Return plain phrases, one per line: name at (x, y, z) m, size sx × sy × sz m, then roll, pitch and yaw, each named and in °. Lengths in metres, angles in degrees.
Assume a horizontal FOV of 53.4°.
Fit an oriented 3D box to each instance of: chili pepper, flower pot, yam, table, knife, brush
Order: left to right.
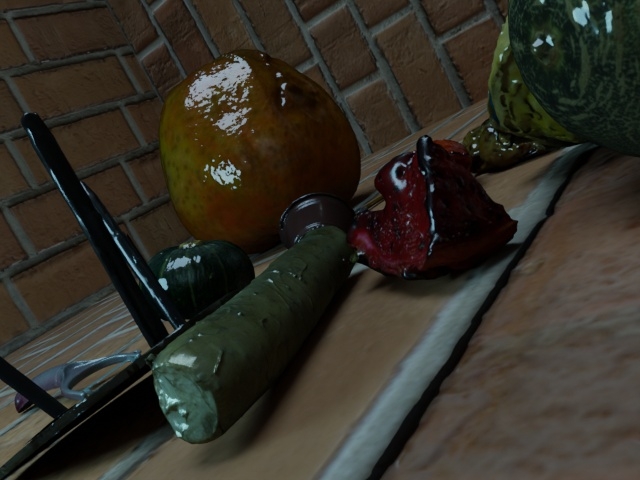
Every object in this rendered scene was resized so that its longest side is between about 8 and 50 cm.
knife at (-0.385, 0.211, 0.957) m, size 0.278 × 0.053 × 0.123 m, roll -21°, pitch 5°, yaw 37°
table at (-0.252, 0.034, 0.661) m, size 0.317 × 0.249 × 0.317 m, roll -38°, pitch -1°, yaw -1°
yam at (-0.038, 0.064, 0.591) m, size 0.083 × 0.083 × 0.371 m, roll -25°, pitch 6°, yaw 22°
flower pot at (0.000, 0.000, 0.851) m, size 0.111 × 0.111 × 0.089 m, roll -27°, pitch 23°, yaw 8°
brush at (0.091, -0.064, 1.222) m, size 0.170 × 0.014 × 0.043 m, roll -33°, pitch 7°, yaw -39°
chili pepper at (0.179, -0.107, 0.944) m, size 0.086 × 0.084 × 0.192 m, roll -10°, pitch 15°, yaw 7°

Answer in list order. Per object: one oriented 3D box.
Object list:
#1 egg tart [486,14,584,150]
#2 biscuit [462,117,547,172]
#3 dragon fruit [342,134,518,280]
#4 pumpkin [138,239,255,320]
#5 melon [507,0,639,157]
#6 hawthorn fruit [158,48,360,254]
egg tart at (0.305, -0.187, 0.679) m, size 0.291 × 0.290 × 0.107 m, roll -28°, pitch 51°, yaw 5°
biscuit at (0.354, -0.200, 0.955) m, size 0.289 × 0.081 × 0.334 m, roll -33°, pitch 7°, yaw -36°
dragon fruit at (0.069, -0.011, 0.594) m, size 0.092 × 0.122 × 0.192 m, roll -48°, pitch 17°, yaw -21°
pumpkin at (-0.177, 0.061, 0.921) m, size 0.167 × 0.125 × 0.167 m, roll -10°, pitch 20°, yaw 4°
melon at (0.300, -0.192, 0.466) m, size 0.330 × 0.248 × 0.248 m, roll -21°, pitch 7°, yaw -5°
hawthorn fruit at (-0.143, -0.207, 1.445) m, size 0.472 × 0.471 × 0.472 m, roll -28°, pitch 8°, yaw 4°
